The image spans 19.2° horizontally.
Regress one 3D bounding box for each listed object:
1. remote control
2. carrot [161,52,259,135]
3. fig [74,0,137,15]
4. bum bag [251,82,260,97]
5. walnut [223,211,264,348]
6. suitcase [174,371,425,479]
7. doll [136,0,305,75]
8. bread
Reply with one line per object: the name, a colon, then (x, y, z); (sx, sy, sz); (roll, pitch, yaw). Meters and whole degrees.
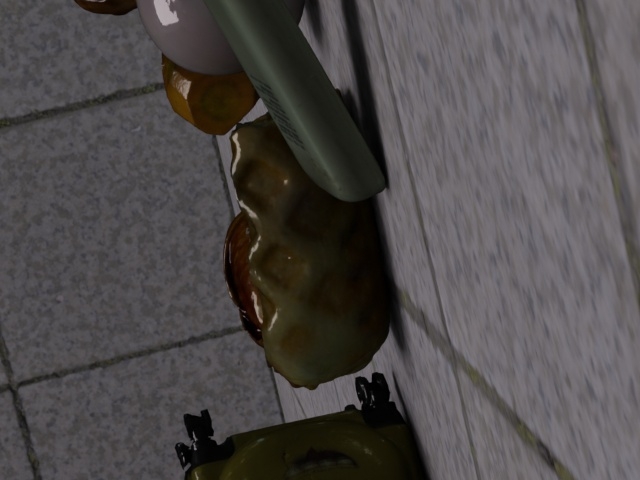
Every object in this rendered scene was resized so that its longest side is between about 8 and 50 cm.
remote control: (-0.048, -0.150, 1.244); (0.309, 0.038, 0.090); (58, 170, -27)
carrot: (-0.127, -0.212, 2.107); (0.302, 0.114, 0.114); (-108, 6, -61)
fig: (-0.193, -0.367, 1.890); (0.224, 0.224, 0.263); (-123, 16, -75)
bum bag: (-0.070, -0.235, 1.932); (0.109, 0.026, 0.159); (83, 176, -55)
walnut: (-0.038, 0.044, 1.855); (0.116, 0.116, 0.207); (81, 173, -47)
suitcase: (-0.003, 0.236, 1.508); (0.143, 0.194, 0.235); (108, 149, -62)
doll: (-0.106, -0.226, 1.436); (0.251, 0.221, 0.221); (16, -121, -77)
bread: (0.000, 0.000, 1.408); (0.128, 0.088, 0.232); (-44, -48, -53)
